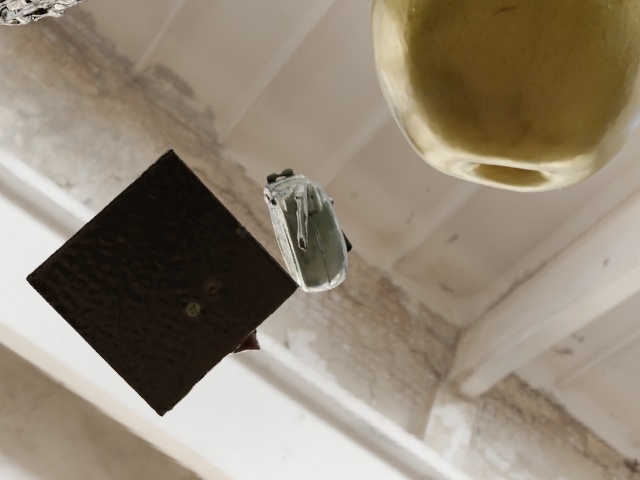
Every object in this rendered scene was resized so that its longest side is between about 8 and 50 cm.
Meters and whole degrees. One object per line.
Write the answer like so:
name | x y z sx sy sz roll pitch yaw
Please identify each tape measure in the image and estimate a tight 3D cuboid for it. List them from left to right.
tape measure | 0.001 -0.001 1.233 0.084 0.330 0.164 -25 -76 -7

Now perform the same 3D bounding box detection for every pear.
pear | 0.195 -0.200 1.050 0.309 0.309 0.309 11 -48 13

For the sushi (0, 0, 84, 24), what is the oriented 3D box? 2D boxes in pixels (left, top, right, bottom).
sushi | -0.212 -0.288 0.619 0.328 0.285 0.328 -4 -78 0

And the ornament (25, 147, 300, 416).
ornament | -0.125 0.035 0.909 0.153 0.196 0.166 -42 -85 -3
